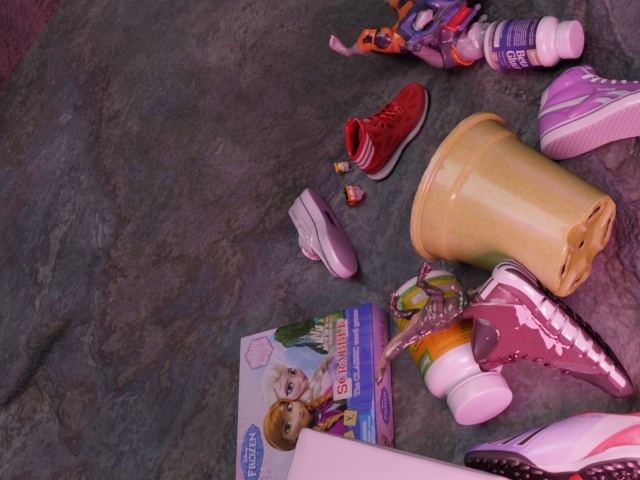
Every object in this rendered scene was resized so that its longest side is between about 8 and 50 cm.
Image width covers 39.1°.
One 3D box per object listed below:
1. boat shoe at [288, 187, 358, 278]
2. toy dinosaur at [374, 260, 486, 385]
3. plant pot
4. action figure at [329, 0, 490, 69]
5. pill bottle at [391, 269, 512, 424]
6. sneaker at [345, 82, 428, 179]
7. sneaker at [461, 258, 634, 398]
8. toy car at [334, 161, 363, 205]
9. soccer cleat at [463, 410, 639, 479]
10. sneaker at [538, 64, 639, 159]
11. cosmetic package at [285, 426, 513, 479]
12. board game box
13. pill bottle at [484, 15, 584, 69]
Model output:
[{"bbox_3d":[0.000,0.000,1.837,0.084,0.095,0.258,-44,37,17],"label":"boat shoe"},{"bbox_3d":[0.172,0.112,1.466,0.268,0.064,0.118,-34,58,-2],"label":"toy dinosaur"},{"bbox_3d":[0.331,-0.040,1.493,0.254,0.276,0.276,30,88,32],"label":"plant pot"},{"bbox_3d":[0.234,-0.455,1.877,0.330,0.178,0.341,24,56,37],"label":"action figure"},{"bbox_3d":[0.223,0.182,1.522,0.136,0.136,0.245,-38,49,16],"label":"pill bottle"},{"bbox_3d":[0.132,-0.242,1.822,0.087,0.128,0.221,18,80,43],"label":"sneaker"},{"bbox_3d":[0.334,0.173,1.396,0.281,0.106,0.162,44,106,1],"label":"sneaker"},{"bbox_3d":[0.060,-0.127,1.872,0.041,0.060,0.122,-12,62,-3],"label":"toy car"},{"bbox_3d":[0.372,0.318,1.373,0.318,0.108,0.116,-14,37,36],"label":"soccer cleat"},{"bbox_3d":[0.506,-0.258,1.558,0.282,0.102,0.161,-15,56,32],"label":"sneaker"},{"bbox_3d":[0.159,0.483,1.238,0.327,0.394,0.329,5,70,40],"label":"cosmetic package"},{"bbox_3d":[-0.016,0.304,1.694,0.318,0.066,0.318,-19,57,30],"label":"board game box"},{"bbox_3d":[0.403,-0.373,1.700,0.169,0.094,0.094,5,70,40],"label":"pill bottle"}]
